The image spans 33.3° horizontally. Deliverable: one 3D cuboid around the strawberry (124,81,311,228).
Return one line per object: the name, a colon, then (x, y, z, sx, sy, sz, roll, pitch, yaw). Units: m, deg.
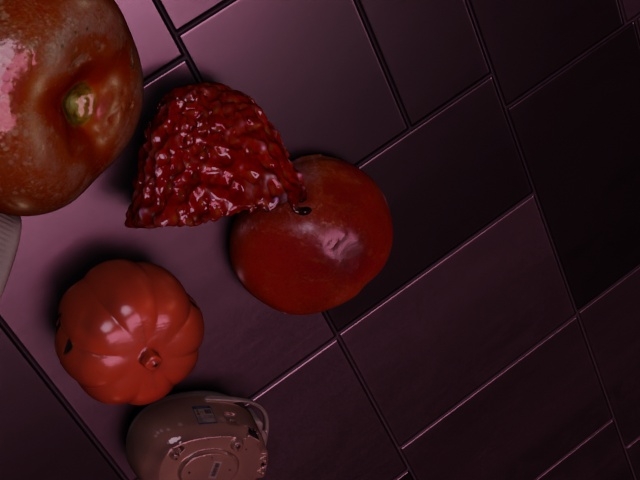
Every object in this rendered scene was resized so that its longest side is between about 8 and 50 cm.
strawberry: (-0.133, -0.103, 1.297, 0.234, 0.234, 0.178, -13, 98, -24)

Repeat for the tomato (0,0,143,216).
tomato: (-0.327, -0.168, 1.130, 0.270, 0.222, 0.270, -52, 153, -41)

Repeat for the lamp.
lamp: (-0.239, 0.120, 1.356, 0.187, 0.164, 0.187, -12, 116, -26)

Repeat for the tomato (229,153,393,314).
tomato: (0.000, 0.000, 1.444, 0.233, 0.139, 0.200, -40, 116, -9)

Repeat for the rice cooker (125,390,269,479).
rice cooker: (-0.167, 0.290, 1.500, 0.206, 0.127, 0.145, 3, 112, -22)

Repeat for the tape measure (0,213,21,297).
tape measure: (-0.439, 0.046, 1.203, 0.115, 0.207, 0.235, 27, 136, -29)
